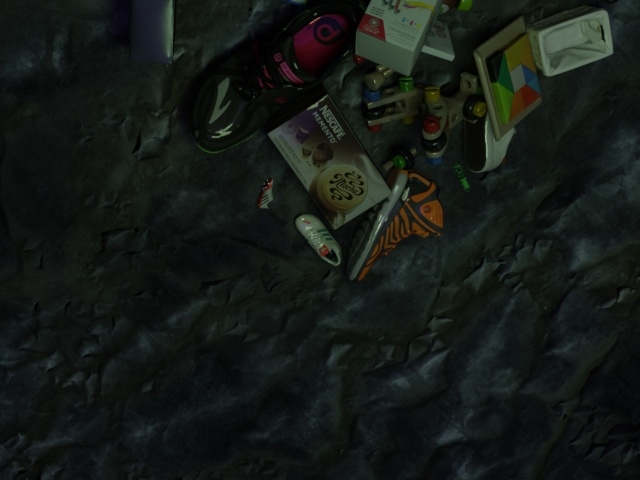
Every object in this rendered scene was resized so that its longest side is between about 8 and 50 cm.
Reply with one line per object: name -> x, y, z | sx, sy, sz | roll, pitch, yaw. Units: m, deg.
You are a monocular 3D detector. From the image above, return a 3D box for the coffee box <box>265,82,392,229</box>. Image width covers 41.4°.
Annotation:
coffee box -> 0.017, -0.199, 1.995 | 0.168, 0.119, 0.297 | -31, 115, 8

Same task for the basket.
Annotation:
basket -> 0.575, -0.468, 1.965 | 0.167, 0.103, 0.113 | -19, 116, 1

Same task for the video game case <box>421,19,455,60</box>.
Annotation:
video game case -> 0.220, -0.468, 1.891 | 0.157, 0.143, 0.019 | 15, 132, -16

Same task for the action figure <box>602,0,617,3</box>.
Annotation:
action figure -> 0.603, -0.666, 1.835 | 0.099, 0.284, 0.185 | -3, 162, -43

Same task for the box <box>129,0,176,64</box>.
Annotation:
box -> -0.354, -0.468, 1.797 | 0.093, 0.158, 0.155 | 3, 113, -9

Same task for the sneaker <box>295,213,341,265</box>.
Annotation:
sneaker -> 0.000, 0.000, 2.108 | 0.057, 0.075, 0.161 | -38, 114, 9

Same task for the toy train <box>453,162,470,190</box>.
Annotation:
toy train -> 0.356, -0.158, 2.117 | 0.017, 0.023, 0.083 | -27, 115, 4

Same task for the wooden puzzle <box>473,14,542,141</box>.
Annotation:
wooden puzzle -> 0.440, -0.374, 1.938 | 0.239, 0.044, 0.220 | -42, 123, -38

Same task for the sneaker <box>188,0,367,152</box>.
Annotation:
sneaker -> -0.102, -0.376, 1.839 | 0.483, 0.202, 0.185 | -39, 98, 7

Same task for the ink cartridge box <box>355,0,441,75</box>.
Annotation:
ink cartridge box -> 0.166, -0.461, 1.753 | 0.128, 0.127, 0.176 | 23, 78, 7

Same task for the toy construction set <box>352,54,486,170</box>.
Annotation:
toy construction set -> 0.235, -0.340, 1.932 | 0.237, 0.257, 0.308 | -37, 113, -21

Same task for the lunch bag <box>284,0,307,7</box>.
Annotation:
lunch bag -> -0.080, -0.584, 1.825 | 0.151, 0.096, 0.128 | 10, 109, -29

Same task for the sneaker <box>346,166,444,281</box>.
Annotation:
sneaker -> 0.199, -0.013, 2.105 | 0.180, 0.124, 0.321 | 23, 109, -16

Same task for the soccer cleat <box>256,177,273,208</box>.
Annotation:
soccer cleat -> -0.128, -0.114, 2.065 | 0.036, 0.029, 0.083 | 15, 115, -24

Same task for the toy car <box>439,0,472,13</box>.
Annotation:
toy car -> 0.277, -0.557, 1.832 | 0.155, 0.188, 0.148 | 2, 114, -9

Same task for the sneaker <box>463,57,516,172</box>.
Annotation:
sneaker -> 0.410, -0.314, 2.031 | 0.123, 0.106, 0.290 | -13, 113, -37
